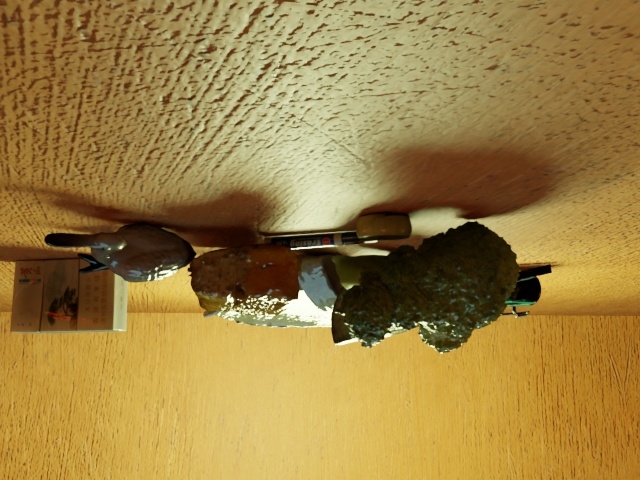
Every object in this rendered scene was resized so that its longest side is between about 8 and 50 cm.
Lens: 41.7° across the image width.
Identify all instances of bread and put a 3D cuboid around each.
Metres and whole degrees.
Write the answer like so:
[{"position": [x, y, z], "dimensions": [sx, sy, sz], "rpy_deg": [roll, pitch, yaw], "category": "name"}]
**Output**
[{"position": [-0.135, 0.065, 1.426], "dimensions": [0.185, 0.109, 0.380], "rpy_deg": [10, 171, -7], "category": "bread"}]

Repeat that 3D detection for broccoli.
[{"position": [0.139, 0.092, 1.275], "dimensions": [0.302, 0.186, 0.254], "rpy_deg": [-23, -172, 30], "category": "broccoli"}]

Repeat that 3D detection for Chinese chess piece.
[{"position": [0.095, -0.020, 1.257], "dimensions": [0.084, 0.034, 0.084], "rpy_deg": [-1, 174, 0], "category": "Chinese chess piece"}]

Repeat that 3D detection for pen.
[{"position": [0.000, 0.000, 1.407], "dimensions": [0.204, 0.025, 0.025], "rpy_deg": [-4, 170, 21], "category": "pen"}]

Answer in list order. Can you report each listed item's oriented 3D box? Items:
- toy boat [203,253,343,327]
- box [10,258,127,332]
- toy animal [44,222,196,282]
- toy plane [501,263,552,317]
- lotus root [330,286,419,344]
[{"position": [-0.043, 0.118, 1.740], "dimensions": [0.293, 0.111, 0.276], "rpy_deg": [-23, 147, 34], "category": "toy boat"}, {"position": [-0.510, 0.113, 1.710], "dimensions": [0.233, 0.150, 0.067], "rpy_deg": [-3, 168, 14], "category": "box"}, {"position": [-0.293, 0.021, 1.299], "dimensions": [0.195, 0.091, 0.324], "rpy_deg": [-5, 176, -7], "category": "toy animal"}, {"position": [0.354, 0.115, 1.946], "dimensions": [0.381, 0.107, 0.155], "rpy_deg": [-4, 164, 25], "category": "toy plane"}, {"position": [0.148, 0.110, 1.663], "dimensions": [0.210, 0.142, 0.314], "rpy_deg": [-24, 166, 32], "category": "lotus root"}]
